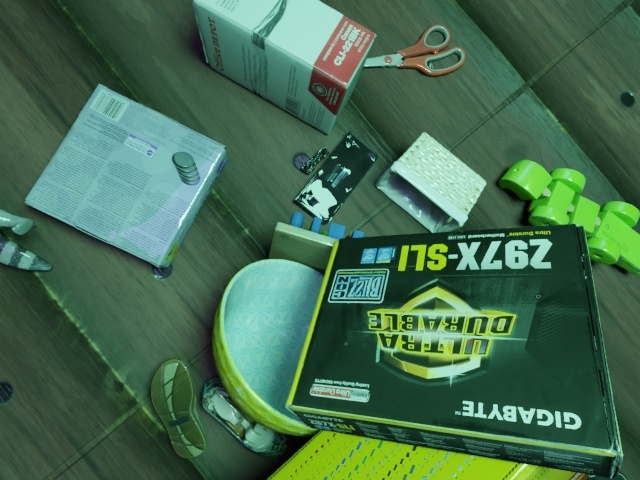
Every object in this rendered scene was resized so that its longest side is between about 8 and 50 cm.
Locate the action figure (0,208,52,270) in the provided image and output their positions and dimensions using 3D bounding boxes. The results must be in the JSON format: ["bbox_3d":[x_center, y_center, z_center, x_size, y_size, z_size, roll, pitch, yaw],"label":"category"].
[{"bbox_3d":[-0.650,0.016,0.669,0.330,0.178,0.341,30,108,4],"label":"action figure"}]

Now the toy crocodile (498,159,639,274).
[{"bbox_3d":[0.512,-0.043,0.818,0.340,0.105,0.115,29,81,-7],"label":"toy crocodile"}]

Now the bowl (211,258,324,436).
[{"bbox_3d":[-0.061,0.189,0.671,0.289,0.289,0.156,41,123,-1],"label":"bowl"}]

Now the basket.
[{"bbox_3d":[0.208,-0.105,0.777,0.167,0.113,0.103,40,77,-1],"label":"basket"}]

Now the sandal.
[{"bbox_3d":[-0.242,0.289,0.714,0.072,0.049,0.180,-14,100,-3],"label":"sandal"}]

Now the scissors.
[{"bbox_3d":[0.159,-0.364,0.845,0.297,0.021,0.109,-22,88,-10],"label":"scissors"}]

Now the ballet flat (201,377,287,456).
[{"bbox_3d":[-0.135,0.317,0.712,0.188,0.070,0.070,39,81,-1],"label":"ballet flat"}]

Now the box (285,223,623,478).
[{"bbox_3d":[0.145,0.107,0.495,0.322,0.079,0.257,-3,47,27],"label":"box"}]

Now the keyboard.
[{"bbox_3d":[0.022,-0.131,0.803,0.108,0.023,0.180,39,80,-8],"label":"keyboard"}]

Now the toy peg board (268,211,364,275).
[{"bbox_3d":[0.000,0.000,0.723,0.161,0.161,0.079,16,66,-5],"label":"toy peg board"}]

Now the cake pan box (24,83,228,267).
[{"bbox_3d":[-0.340,-0.114,0.736,0.266,0.070,0.246,25,79,-3],"label":"cake pan box"}]

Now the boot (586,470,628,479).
[{"bbox_3d":[0.471,0.468,0.706,0.236,0.178,0.085,-8,84,-7],"label":"boot"}]

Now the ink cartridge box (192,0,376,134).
[{"bbox_3d":[-0.065,-0.333,0.726,0.272,0.197,0.114,28,80,-3],"label":"ink cartridge box"}]

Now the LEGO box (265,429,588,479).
[{"bbox_3d":[0.139,0.375,0.576,0.500,0.193,0.372,-39,133,-10],"label":"LEGO box"}]
